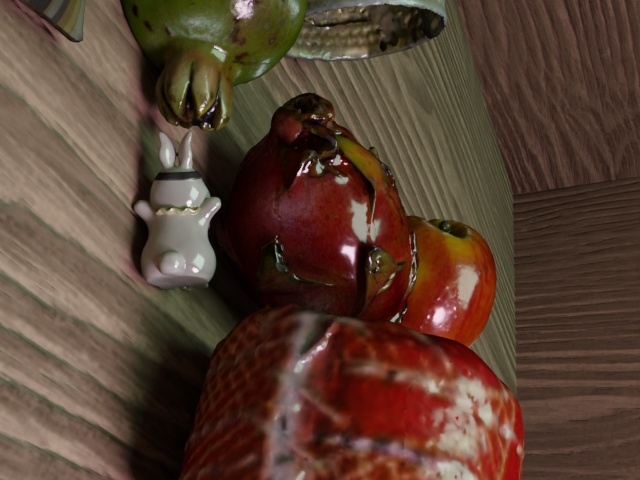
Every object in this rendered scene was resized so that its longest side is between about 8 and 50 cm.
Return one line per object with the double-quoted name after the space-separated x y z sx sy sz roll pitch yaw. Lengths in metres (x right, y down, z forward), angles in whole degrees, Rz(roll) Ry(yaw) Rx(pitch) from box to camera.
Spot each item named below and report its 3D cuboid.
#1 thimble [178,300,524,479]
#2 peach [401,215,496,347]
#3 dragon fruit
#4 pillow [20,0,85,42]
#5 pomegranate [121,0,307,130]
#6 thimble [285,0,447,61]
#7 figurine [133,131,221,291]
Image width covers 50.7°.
0.027 0.235 0.661 0.350 0.350 0.230 56 41 -46 "thimble"
0.172 0.093 1.151 0.281 0.238 0.281 -168 -90 -78 "peach"
-0.001 -0.003 0.798 0.315 0.250 0.250 78 19 -48 "dragon fruit"
-0.248 -0.300 0.529 0.212 0.052 0.208 35 54 -57 "pillow"
-0.107 -0.245 0.706 0.190 0.159 0.241 66 34 -32 "pomegranate"
0.046 -0.360 0.949 0.271 0.271 0.150 -6 90 -66 "thimble"
-0.147 -0.025 0.679 0.098 0.081 0.146 134 -45 -63 "figurine"
